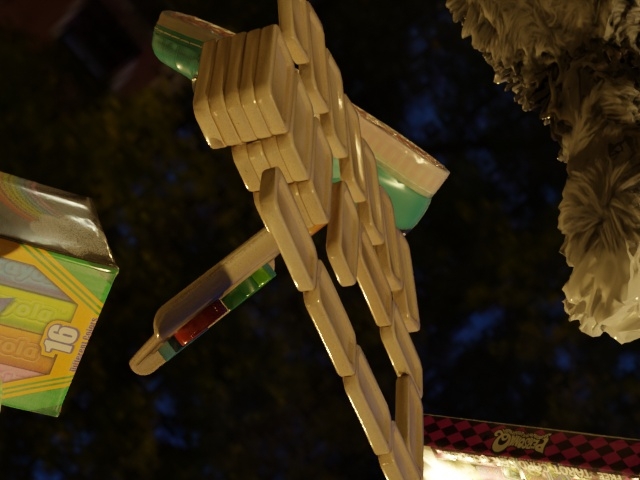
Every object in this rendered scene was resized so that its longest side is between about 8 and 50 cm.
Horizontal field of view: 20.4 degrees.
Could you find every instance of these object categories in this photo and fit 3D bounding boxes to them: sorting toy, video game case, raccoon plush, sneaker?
[{"bbox_3d":[-0.070,0.035,1.940,0.307,0.041,0.229,-38,174,-19],"label":"sorting toy"},{"bbox_3d":[0.203,0.235,1.463,0.232,0.210,0.042,3,-135,39],"label":"video game case"},{"bbox_3d":[0.267,-0.132,1.342,0.216,0.299,0.446,-7,-103,51],"label":"raccoon plush"},{"bbox_3d":[-0.036,-0.092,1.613,0.121,0.302,0.108,-57,-170,9],"label":"sneaker"}]

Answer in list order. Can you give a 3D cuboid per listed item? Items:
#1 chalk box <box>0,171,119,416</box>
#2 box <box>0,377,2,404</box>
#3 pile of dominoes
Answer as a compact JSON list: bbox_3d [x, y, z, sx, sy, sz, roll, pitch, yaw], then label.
[{"bbox_3d":[-0.274,0.022,1.272,0.132,0.213,0.132,-66,-155,18],"label":"chalk box"},{"bbox_3d":[-0.348,0.185,1.036,0.322,0.232,0.058,-18,-126,-31],"label":"box"},{"bbox_3d":[0.000,0.000,0.919,0.040,0.251,0.196,-13,-141,14],"label":"pile of dominoes"}]
